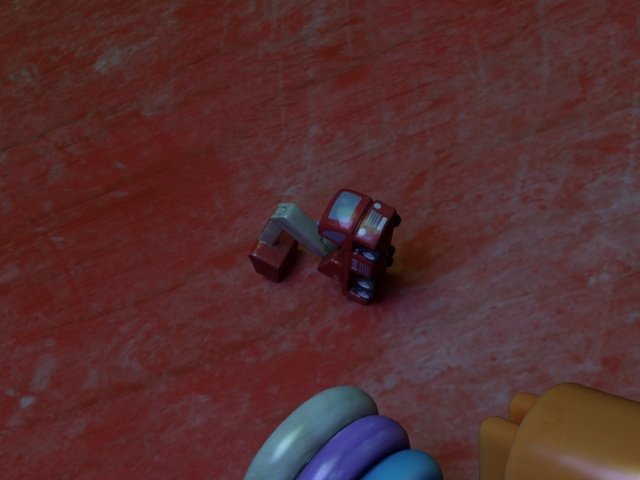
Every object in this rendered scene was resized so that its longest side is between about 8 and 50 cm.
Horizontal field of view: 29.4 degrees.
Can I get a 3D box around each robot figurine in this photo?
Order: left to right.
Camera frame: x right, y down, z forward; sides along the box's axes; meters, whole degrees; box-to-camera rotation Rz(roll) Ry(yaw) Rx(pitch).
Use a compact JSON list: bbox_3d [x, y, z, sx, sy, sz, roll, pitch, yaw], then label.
[{"bbox_3d":[0.218,0.179,0.869,0.219,0.158,0.128,14,81,37],"label":"robot figurine"}]

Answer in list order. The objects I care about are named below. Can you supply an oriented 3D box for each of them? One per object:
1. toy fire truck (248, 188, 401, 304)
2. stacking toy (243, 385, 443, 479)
[{"bbox_3d":[0.000,0.000,1.137,0.135,0.192,0.047,26,67,11],"label":"toy fire truck"},{"bbox_3d":[0.098,0.248,0.850,0.330,0.141,0.141,37,75,26],"label":"stacking toy"}]
